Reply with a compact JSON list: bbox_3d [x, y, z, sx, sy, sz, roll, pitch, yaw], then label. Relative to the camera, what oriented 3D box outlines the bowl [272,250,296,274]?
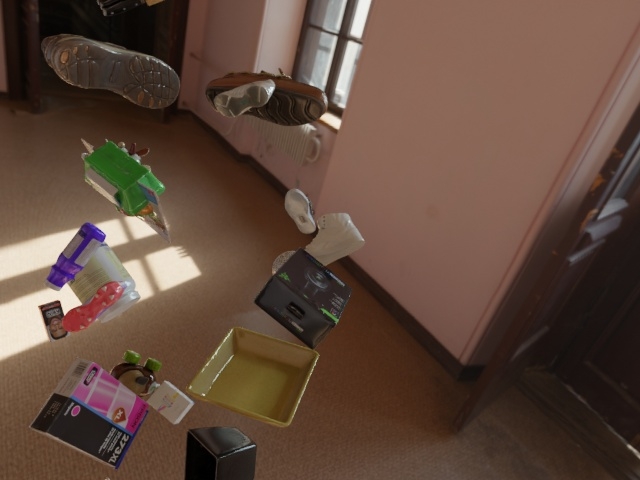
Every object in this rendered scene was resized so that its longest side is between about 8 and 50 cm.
[{"bbox_3d":[-0.121,0.136,1.885,0.170,0.170,0.080,11,14,-10],"label":"bowl"}]

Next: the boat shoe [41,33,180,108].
[{"bbox_3d":[-0.509,-0.435,1.103,0.130,0.132,0.355,38,16,21],"label":"boat shoe"}]

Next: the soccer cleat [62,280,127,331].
[{"bbox_3d":[-0.746,0.220,1.457,0.083,0.248,0.095,52,12,-1],"label":"soccer cleat"}]

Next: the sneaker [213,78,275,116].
[{"bbox_3d":[-0.158,-0.301,0.930,0.152,0.053,0.061,-2,37,31],"label":"sneaker"}]

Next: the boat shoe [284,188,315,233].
[{"bbox_3d":[-0.089,-0.158,2.088,0.113,0.306,0.104,-14,54,14],"label":"boat shoe"}]

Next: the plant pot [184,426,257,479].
[{"bbox_3d":[-0.308,0.698,1.390,0.167,0.187,0.188,-1,9,-44],"label":"plant pot"}]

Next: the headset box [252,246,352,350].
[{"bbox_3d":[-0.052,0.182,1.430,0.246,0.131,0.283,39,23,1],"label":"headset box"}]

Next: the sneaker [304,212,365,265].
[{"bbox_3d":[0.000,0.000,1.662,0.293,0.108,0.169,-22,64,-9],"label":"sneaker"}]

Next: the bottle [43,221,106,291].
[{"bbox_3d":[-0.968,0.066,1.734,0.118,0.282,0.092,23,-14,47],"label":"bottle"}]

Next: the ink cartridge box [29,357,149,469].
[{"bbox_3d":[-0.566,0.472,1.158,0.069,0.371,0.175,8,52,18],"label":"ink cartridge box"}]

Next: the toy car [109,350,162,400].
[{"bbox_3d":[-0.576,0.454,1.379,0.149,0.155,0.188,31,-15,-28],"label":"toy car"}]

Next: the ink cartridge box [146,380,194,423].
[{"bbox_3d":[-0.537,0.569,1.564,0.143,0.092,0.090,36,68,7],"label":"ink cartridge box"}]

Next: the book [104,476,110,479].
[{"bbox_3d":[-0.685,0.819,1.346,0.144,0.035,0.096,-40,100,-34],"label":"book"}]

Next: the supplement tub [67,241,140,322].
[{"bbox_3d":[-1.000,0.185,2.003,0.324,0.235,0.235,53,33,1],"label":"supplement tub"}]

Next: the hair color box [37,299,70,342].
[{"bbox_3d":[-1.000,0.301,1.655,0.072,0.141,0.043,-20,14,-42],"label":"hair color box"}]

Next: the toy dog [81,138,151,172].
[{"bbox_3d":[-0.802,-0.352,1.803,0.334,0.161,0.220,31,21,30],"label":"toy dog"}]

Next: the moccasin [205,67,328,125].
[{"bbox_3d":[-0.142,-0.409,1.233,0.380,0.139,0.147,13,57,34],"label":"moccasin"}]

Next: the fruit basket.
[{"bbox_3d":[-0.672,-0.153,1.533,0.327,0.353,0.165,36,57,9],"label":"fruit basket"}]

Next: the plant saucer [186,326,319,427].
[{"bbox_3d":[-0.208,0.449,1.433,0.333,0.081,0.332,15,28,10],"label":"plant saucer"}]

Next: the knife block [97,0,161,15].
[{"bbox_3d":[-0.393,-0.623,1.044,0.276,0.242,0.088,17,-13,1],"label":"knife block"}]
